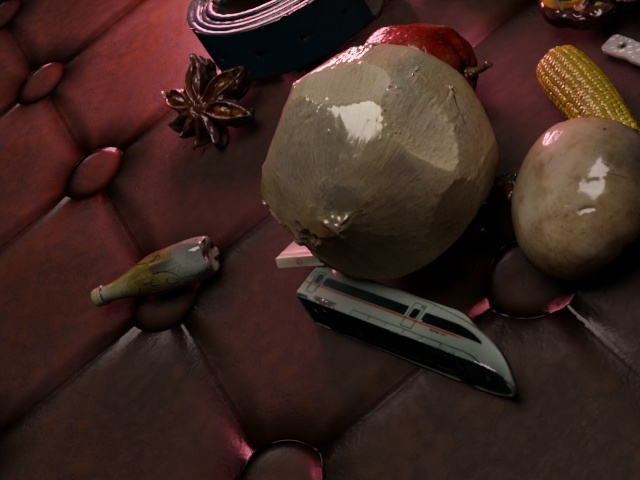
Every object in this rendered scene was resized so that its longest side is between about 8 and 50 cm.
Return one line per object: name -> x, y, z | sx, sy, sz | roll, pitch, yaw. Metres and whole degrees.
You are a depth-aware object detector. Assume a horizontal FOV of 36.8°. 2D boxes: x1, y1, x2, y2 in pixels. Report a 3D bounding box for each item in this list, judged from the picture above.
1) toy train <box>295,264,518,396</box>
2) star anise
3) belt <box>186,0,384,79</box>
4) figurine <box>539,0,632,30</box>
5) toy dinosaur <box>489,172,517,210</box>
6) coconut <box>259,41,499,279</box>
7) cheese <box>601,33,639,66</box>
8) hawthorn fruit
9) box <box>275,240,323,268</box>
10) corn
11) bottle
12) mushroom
toy train -> 0.141, 0.131, 1.456 | 0.407, 0.086, 0.088 | 19, 60, 41
star anise -> -0.229, -0.294, 2.030 | 0.214, 0.099, 0.220 | -32, 64, 16
belt -> -0.063, -0.518, 2.060 | 0.436, 0.173, 0.300 | -28, 48, 11
figurine -> 0.501, -0.441, 1.671 | 0.240, 0.116, 0.174 | -14, 51, 16
toy dinosaur -> 0.300, -0.085, 1.552 | 0.055, 0.049, 0.154 | -47, 49, -6
coconut -> 0.082, -0.119, 1.478 | 0.346, 0.346, 0.360 | -4, 24, 31
cheese -> 0.559, -0.283, 1.551 | 0.127, 0.050, 0.255 | -47, 43, -7
hawthorn fruit -> 0.186, -0.286, 1.691 | 0.253, 0.205, 0.205 | 5, 58, 34
box -> 0.000, 0.000, 1.641 | 0.090, 0.024, 0.167 | -5, 23, 30
corn -> 0.432, -0.228, 1.555 | 0.093, 0.093, 0.244 | -31, 45, 8
bottle -> -0.316, 0.067, 1.803 | 0.270, 0.083, 0.083 | -20, 46, 19
mushroom -> 0.376, -0.061, 1.388 | 0.184, 0.255, 0.255 | 6, 44, -18
